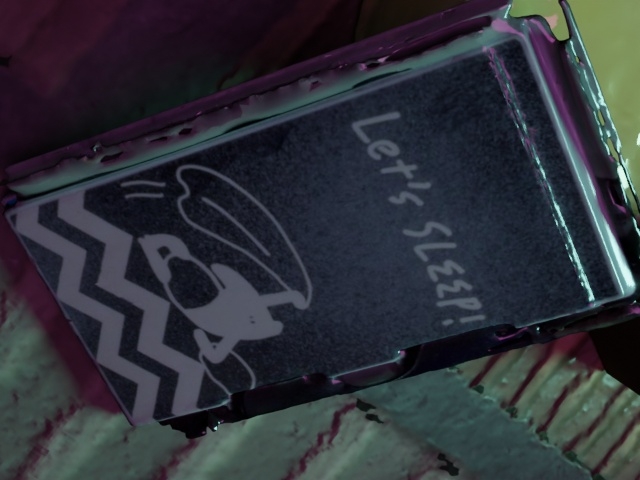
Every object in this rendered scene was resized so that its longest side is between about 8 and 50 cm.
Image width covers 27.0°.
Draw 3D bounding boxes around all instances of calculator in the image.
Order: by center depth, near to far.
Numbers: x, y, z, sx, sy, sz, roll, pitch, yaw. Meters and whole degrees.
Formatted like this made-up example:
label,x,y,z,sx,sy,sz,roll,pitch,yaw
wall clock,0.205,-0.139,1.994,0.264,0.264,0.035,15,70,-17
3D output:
label,x,y,z,sx,sy,sz,roll,pitch,yaw
calculator,0.000,0.000,0.593,0.274,0.028,0.166,-16,118,20

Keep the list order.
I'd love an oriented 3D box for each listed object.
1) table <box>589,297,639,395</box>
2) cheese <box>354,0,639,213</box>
label,x,y,z,sx,sy,sz,roll,pitch,yaw
table,0.195,0.038,0.702,0.082,0.083,0.070,-33,117,-12
cheese,0.226,-0.183,0.623,0.383,0.104,0.384,-5,109,-15
